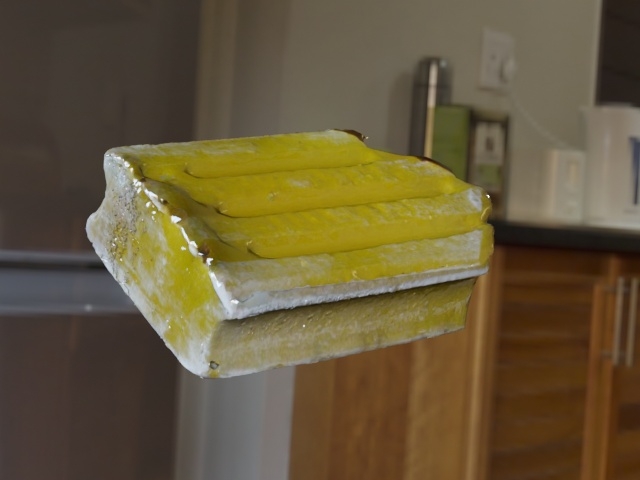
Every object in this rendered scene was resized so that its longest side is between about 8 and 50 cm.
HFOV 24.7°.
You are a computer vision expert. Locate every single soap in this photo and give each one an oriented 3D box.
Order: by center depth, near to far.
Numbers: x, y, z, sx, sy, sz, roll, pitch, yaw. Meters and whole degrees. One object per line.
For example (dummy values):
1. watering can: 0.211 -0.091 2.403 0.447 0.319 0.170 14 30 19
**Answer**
1. soap: 0.000 0.000 0.939 0.257 0.080 0.160 -7 42 -38
